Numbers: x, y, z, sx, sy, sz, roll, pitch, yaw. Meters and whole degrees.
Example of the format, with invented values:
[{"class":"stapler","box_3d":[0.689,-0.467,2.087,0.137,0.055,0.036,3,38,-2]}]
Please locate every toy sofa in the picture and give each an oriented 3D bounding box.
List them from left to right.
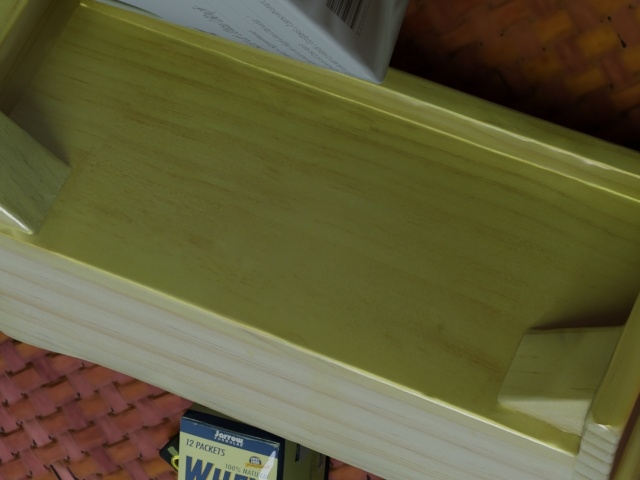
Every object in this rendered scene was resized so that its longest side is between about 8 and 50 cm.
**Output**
[{"class":"toy sofa","box_3d":[0.000,0.000,0.925,0.362,0.150,0.177,20,156,14]}]

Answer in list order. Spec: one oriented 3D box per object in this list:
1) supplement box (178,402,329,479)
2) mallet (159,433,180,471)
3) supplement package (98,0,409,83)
[{"class":"supplement box","box_3d":[-0.034,0.116,1.033,0.056,0.083,0.083,13,118,18]},{"class":"mallet","box_3d":[-0.027,0.190,1.097,0.190,0.039,0.062,41,119,6]},{"class":"supplement package","box_3d":[-0.085,-0.207,0.796,0.263,0.199,0.198,18,88,15]}]
